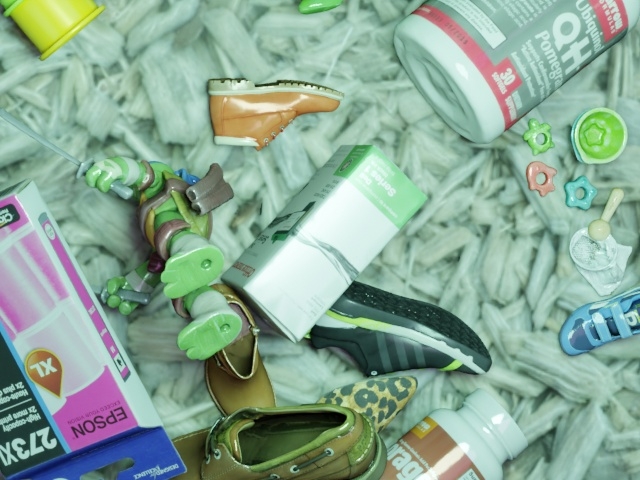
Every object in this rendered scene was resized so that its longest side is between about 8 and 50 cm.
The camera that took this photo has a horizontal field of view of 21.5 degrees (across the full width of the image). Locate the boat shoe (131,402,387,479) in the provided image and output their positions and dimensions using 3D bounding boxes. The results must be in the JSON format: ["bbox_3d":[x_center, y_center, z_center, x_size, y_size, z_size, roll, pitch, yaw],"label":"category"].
[{"bbox_3d":[-0.084,0.231,1.877,0.307,0.110,0.104,-13,140,17],"label":"boat shoe"}]

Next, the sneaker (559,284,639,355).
[{"bbox_3d":[0.358,0.097,2.058,0.144,0.059,0.053,-27,102,-9],"label":"sneaker"}]

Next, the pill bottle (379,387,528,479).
[{"bbox_3d":[0.134,0.276,1.985,0.216,0.121,0.121,-39,102,-9],"label":"pill bottle"}]

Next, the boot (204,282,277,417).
[{"bbox_3d":[-0.091,0.144,1.904,0.073,0.152,0.197,-26,99,-11],"label":"boot"}]

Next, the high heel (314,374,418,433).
[{"bbox_3d":[0.029,0.271,1.922,0.261,0.186,0.093,-31,136,-2],"label":"high heel"}]

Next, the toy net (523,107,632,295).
[{"bbox_3d":[0.321,-0.042,2.046,0.122,0.045,0.232,-12,97,-13],"label":"toy net"}]

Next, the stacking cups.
[{"bbox_3d":[-0.369,-0.348,1.842,0.096,0.096,0.316,-40,98,-8],"label":"stacking cups"}]

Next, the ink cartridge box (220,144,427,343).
[{"bbox_3d":[0.000,0.000,1.912,0.092,0.160,0.219,44,83,-12],"label":"ink cartridge box"}]

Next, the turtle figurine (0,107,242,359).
[{"bbox_3d":[-0.209,0.012,1.815,0.275,0.266,0.197,7,116,-32],"label":"turtle figurine"}]

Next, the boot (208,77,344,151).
[{"bbox_3d":[-0.051,-0.145,1.947,0.158,0.059,0.084,-1,97,-5],"label":"boot"}]

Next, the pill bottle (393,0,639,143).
[{"bbox_3d":[0.256,-0.271,1.947,0.318,0.176,0.176,-39,102,-8],"label":"pill bottle"}]

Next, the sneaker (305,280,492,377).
[{"bbox_3d":[0.087,0.121,1.998,0.235,0.084,0.097,22,112,-13],"label":"sneaker"}]

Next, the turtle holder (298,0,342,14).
[{"bbox_3d":[0.081,-0.407,1.860,0.320,0.243,0.227,-17,83,8],"label":"turtle holder"}]

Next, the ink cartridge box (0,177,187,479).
[{"bbox_3d":[-0.305,0.132,1.811,0.176,0.069,0.371,-23,105,16],"label":"ink cartridge box"}]
